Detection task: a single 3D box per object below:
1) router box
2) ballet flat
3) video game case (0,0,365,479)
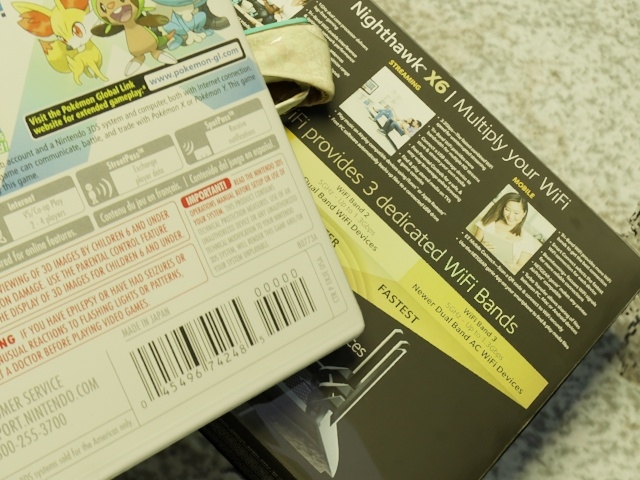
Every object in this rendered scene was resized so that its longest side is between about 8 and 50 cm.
[{"bbox_3d":[0.000,0.000,0.663,0.309,0.081,0.243,45,65,5],"label":"router box"},{"bbox_3d":[-0.068,-0.077,0.601,0.168,0.057,0.052,-16,83,-19],"label":"ballet flat"},{"bbox_3d":[-0.163,-0.026,0.487,0.329,0.036,0.300,-27,98,-31],"label":"video game case"}]
